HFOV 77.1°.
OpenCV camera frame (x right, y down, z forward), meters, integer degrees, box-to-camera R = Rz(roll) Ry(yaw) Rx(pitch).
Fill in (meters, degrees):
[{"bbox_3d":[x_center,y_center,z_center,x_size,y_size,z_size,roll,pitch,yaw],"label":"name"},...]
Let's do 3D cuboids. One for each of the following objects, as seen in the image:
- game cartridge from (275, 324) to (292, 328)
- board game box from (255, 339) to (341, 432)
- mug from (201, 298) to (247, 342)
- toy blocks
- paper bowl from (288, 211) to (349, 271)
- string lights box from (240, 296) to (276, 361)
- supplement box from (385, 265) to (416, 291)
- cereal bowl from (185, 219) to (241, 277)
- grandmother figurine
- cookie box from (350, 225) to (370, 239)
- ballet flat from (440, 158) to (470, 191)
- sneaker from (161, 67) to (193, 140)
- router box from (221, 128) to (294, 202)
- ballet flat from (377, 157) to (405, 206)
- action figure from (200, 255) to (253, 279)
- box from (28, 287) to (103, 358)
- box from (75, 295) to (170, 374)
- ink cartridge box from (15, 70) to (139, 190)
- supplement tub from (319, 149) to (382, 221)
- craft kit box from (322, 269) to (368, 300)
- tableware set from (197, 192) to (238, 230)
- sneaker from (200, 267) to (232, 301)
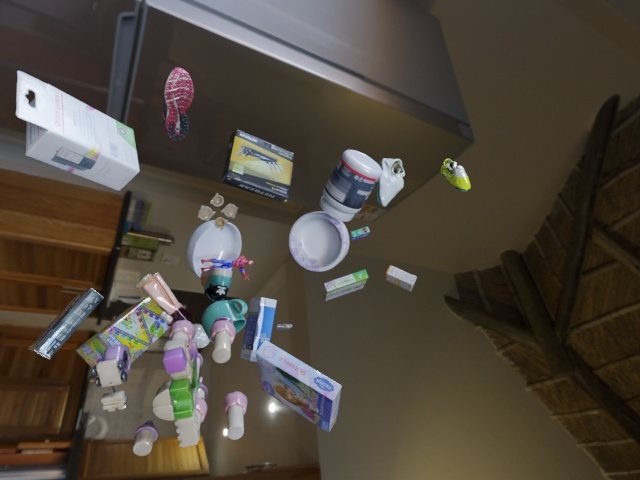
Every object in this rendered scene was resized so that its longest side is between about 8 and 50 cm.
[{"bbox_3d":[-0.200,0.468,2.169,0.056,0.083,0.017,127,-37,-54],"label":"game cartridge"},{"bbox_3d":[-0.083,0.541,1.473,0.066,0.317,0.319,-49,154,-36],"label":"board game box"},{"bbox_3d":[-0.314,0.252,1.326,0.097,0.157,0.129,54,-14,23],"label":"mug"},{"bbox_3d":[-0.361,0.345,1.049,0.260,0.308,0.289,-127,-150,-70],"label":"toy blocks"},{"bbox_3d":[0.000,0.000,1.950,0.148,0.284,0.284,-23,133,-72],"label":"paper bowl"},{"bbox_3d":[-0.267,0.379,1.715,0.133,0.076,0.260,-17,-118,59],"label":"string lights box"},{"bbox_3d":[0.276,0.130,1.380,0.036,0.098,0.062,-59,163,-22],"label":"supplement box"},{"bbox_3d":[-0.601,0.040,2.196,0.141,0.339,0.339,20,-82,30],"label":"cereal bowl"},{"bbox_3d":[-0.550,0.274,1.528,0.104,0.342,0.208,-43,180,10],"label":"grandmother figurine"},{"bbox_3d":[0.232,-0.041,2.363,0.092,0.107,0.040,89,-19,-78],"label":"cookie box"},{"bbox_3d":[0.551,-0.277,1.645,0.231,0.077,0.077,-99,-168,-61],"label":"ballet flat"},{"bbox_3d":[-0.623,-0.582,1.701,0.112,0.120,0.299,45,-51,33],"label":"sneaker"},{"bbox_3d":[-0.284,-0.341,1.865,0.081,0.308,0.243,-23,-124,54],"label":"router box"},{"bbox_3d":[0.369,-0.321,2.073,0.139,0.139,0.400,-56,-169,37],"label":"ballet flat"},{"bbox_3d":[-0.490,0.149,2.167,0.139,0.280,0.092,48,-43,49],"label":"action figure"},{"bbox_3d":[-0.780,0.252,1.230,0.175,0.051,0.220,-14,-142,48],"label":"box"},{"bbox_3d":[-0.877,0.432,1.804,0.290,0.177,0.279,-27,-166,38],"label":"box"},{"bbox_3d":[-0.746,-0.317,1.211,0.119,0.353,0.207,-33,-120,20],"label":"ink cartridge box"},{"bbox_3d":[0.129,-0.240,1.767,0.272,0.191,0.191,-60,-149,28],"label":"supplement tub"},{"bbox_3d":[0.138,0.264,2.327,0.247,0.249,0.061,101,-30,-71],"label":"craft kit box"},{"bbox_3d":[-0.469,-0.130,1.847,0.141,0.168,0.020,-53,-141,0],"label":"tableware set"},{"bbox_3d":[-0.441,0.192,1.653,0.302,0.108,0.121,152,-52,-63],"label":"sneaker"}]
